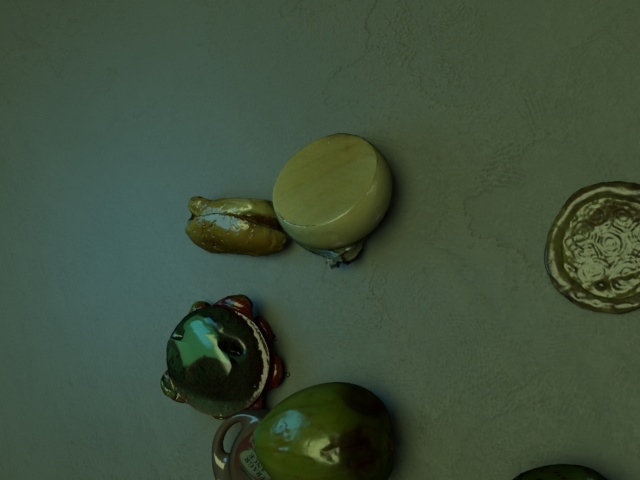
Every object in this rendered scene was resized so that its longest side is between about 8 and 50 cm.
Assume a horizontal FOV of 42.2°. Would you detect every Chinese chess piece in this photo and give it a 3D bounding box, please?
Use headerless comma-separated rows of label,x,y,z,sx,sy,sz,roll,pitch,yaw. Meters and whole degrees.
Chinese chess piece,0.025,-0.098,1.678,0.251,0.097,0.251,-16,51,20

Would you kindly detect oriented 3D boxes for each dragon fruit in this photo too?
dragon fruit,-0.216,0.248,1.770,0.268,0.130,0.295,-50,64,16

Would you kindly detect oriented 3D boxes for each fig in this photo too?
fig,0.003,0.383,1.563,0.271,0.239,0.239,2,82,20

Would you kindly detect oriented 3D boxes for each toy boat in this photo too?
toy boat,0.000,0.000,1.733,0.210,0.066,0.084,19,51,39

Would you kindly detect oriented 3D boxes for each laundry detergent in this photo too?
laundry detergent,-0.159,0.446,1.710,0.237,0.076,0.171,-33,90,20

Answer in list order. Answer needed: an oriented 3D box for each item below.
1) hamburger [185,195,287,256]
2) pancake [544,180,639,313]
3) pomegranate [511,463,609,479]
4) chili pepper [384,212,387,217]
hamburger,-0.196,-0.032,1.805,0.262,0.131,0.124,2,82,32
pancake,0.525,0.009,1.481,0.250,0.031,0.250,-5,78,27
pomegranate,0.399,0.501,1.350,0.254,0.254,0.270,28,120,28
chili pepper,0.105,-0.056,1.708,0.055,0.035,0.118,42,104,11
